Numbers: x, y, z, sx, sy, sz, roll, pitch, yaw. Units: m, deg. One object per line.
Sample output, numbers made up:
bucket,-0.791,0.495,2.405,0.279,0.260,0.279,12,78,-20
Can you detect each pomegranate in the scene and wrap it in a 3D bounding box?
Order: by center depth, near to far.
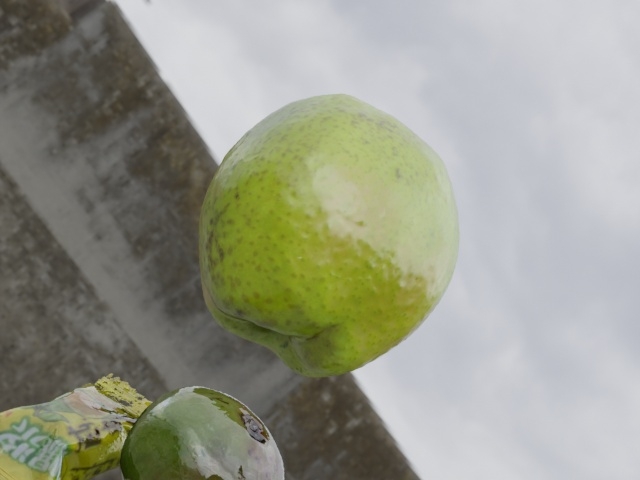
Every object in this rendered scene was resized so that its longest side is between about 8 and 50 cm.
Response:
pomegranate,-0.147,0.250,1.204,0.179,0.210,0.179,159,-90,-84

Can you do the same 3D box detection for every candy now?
candy,-0.280,0.224,1.286,0.187,0.297,0.081,25,-72,31

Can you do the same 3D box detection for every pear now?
pear,0.000,0.000,1.556,0.391,0.391,0.391,46,-17,18
